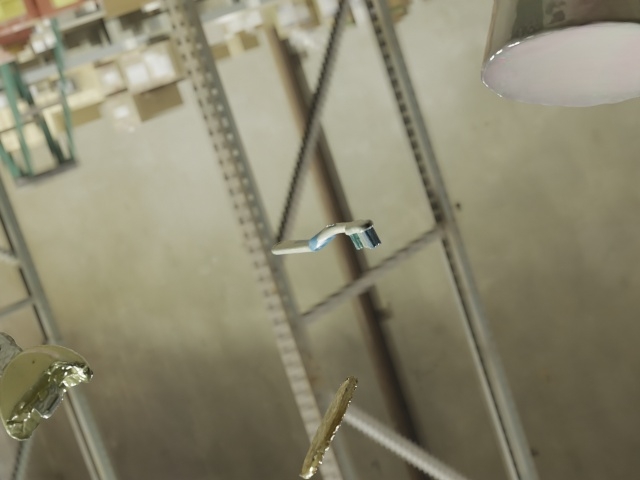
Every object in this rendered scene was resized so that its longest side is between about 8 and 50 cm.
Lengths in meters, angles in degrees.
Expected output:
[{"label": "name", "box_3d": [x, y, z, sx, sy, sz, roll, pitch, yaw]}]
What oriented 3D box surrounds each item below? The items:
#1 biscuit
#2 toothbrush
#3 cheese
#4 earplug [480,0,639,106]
[{"label": "biscuit", "box_3d": [0.010, 0.245, 1.830, 0.020, 0.152, 0.152, 26, -167, -1]}, {"label": "toothbrush", "box_3d": [-0.002, -0.004, 1.879, 0.040, 0.040, 0.386, -22, -174, -20]}, {"label": "cheese", "box_3d": [-0.367, 0.163, 1.724, 0.127, 0.050, 0.235, -56, -144, -3]}, {"label": "earplug", "box_3d": [0.210, -0.281, 1.162, 0.172, 0.301, 0.172, -2, 164, -1]}]
